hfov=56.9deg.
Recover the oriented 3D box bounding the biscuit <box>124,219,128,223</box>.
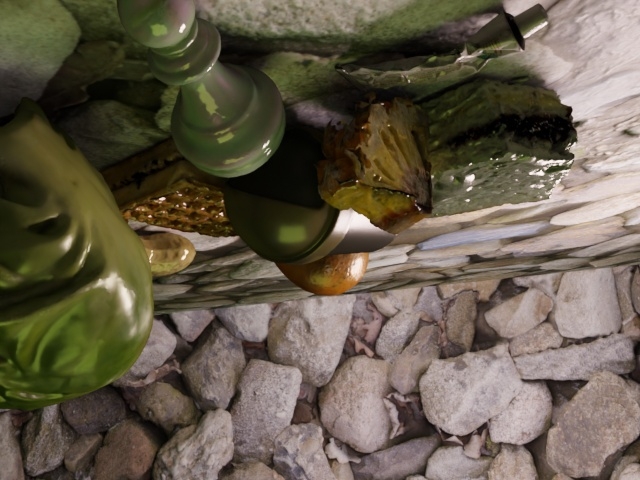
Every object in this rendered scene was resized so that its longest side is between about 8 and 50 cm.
[{"bbox_3d":[-0.513,-0.028,1.228,0.236,0.039,0.179,-15,158,32],"label":"biscuit"}]

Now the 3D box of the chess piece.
[{"bbox_3d":[-0.132,-0.185,0.609,0.139,0.139,0.272,-9,156,9],"label":"chess piece"}]

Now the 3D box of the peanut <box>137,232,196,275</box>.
[{"bbox_3d":[-0.424,0.028,1.386,0.274,0.111,0.125,-3,163,-33],"label":"peanut"}]

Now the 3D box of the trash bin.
[{"bbox_3d":[-0.008,-0.069,0.951,0.214,0.214,0.333,-16,170,36],"label":"trash bin"}]

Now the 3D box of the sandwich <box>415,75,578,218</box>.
[{"bbox_3d":[0.264,-0.139,0.952,0.262,0.131,0.325,-8,166,11],"label":"sandwich"}]

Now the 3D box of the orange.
[{"bbox_3d":[0.000,0.000,1.224,0.240,0.240,0.171,7,129,-47],"label":"orange"}]

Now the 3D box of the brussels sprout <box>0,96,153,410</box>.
[{"bbox_3d":[-0.408,0.055,0.807,0.425,0.343,0.361,-19,135,32],"label":"brussels sprout"}]

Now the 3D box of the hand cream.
[{"bbox_3d":[0.144,-0.223,0.718,0.256,0.050,0.084,-11,170,30],"label":"hand cream"}]

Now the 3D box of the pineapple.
[{"bbox_3d":[0.079,-0.099,0.815,0.114,0.186,0.236,-29,-162,43],"label":"pineapple"}]

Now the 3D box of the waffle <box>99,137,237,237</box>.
[{"bbox_3d":[-0.202,-0.081,1.053,0.212,0.091,0.308,-15,165,32],"label":"waffle"}]
